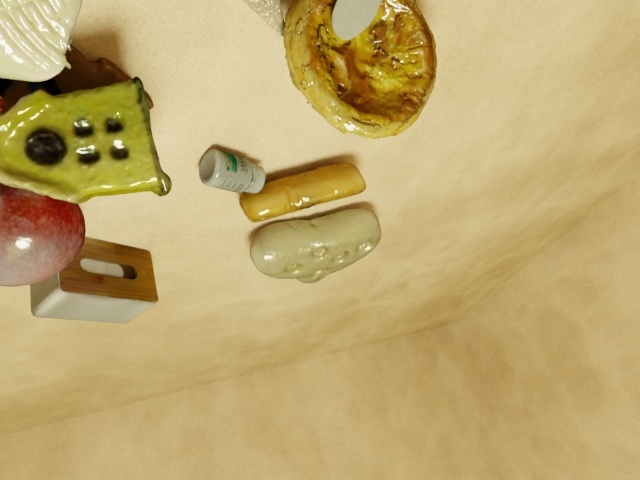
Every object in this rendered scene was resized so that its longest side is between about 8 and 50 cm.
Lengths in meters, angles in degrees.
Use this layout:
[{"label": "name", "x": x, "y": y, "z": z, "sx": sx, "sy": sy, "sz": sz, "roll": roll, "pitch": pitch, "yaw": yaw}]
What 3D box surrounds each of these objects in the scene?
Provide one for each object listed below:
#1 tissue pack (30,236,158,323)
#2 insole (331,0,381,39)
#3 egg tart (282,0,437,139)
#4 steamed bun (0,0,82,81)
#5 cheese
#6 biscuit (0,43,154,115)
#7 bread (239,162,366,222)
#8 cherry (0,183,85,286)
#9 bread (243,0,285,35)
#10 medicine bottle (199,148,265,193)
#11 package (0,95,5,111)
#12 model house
[{"label": "tissue pack", "x": -0.548, "y": 0.100, "z": 1.149, "sx": 0.136, "sy": 0.159, "sz": 0.246, "roll": -34, "pitch": 151, "yaw": 27}, {"label": "insole", "x": 0.078, "y": -0.393, "z": 0.729, "sx": 0.065, "sy": 0.004, "sz": 0.197, "roll": 37, "pitch": 81, "yaw": -25}, {"label": "egg tart", "x": 0.062, "y": -0.305, "z": 0.796, "sx": 0.291, "sy": 0.290, "sz": 0.115, "roll": -5, "pitch": -176, "yaw": -27}, {"label": "steamed bun", "x": -0.372, "y": -0.331, "z": 0.455, "sx": 0.275, "sy": 0.206, "sz": 0.319, "roll": -16, "pitch": 134, "yaw": -46}, {"label": "cheese", "x": 0.000, "y": 0.000, "z": 1.373, "sx": 0.329, "sy": 0.129, "sz": 0.351, "roll": -31, "pitch": 153, "yaw": 22}, {"label": "biscuit", "x": -0.427, "y": -0.230, "z": 0.762, "sx": 0.302, "sy": 0.043, "sz": 0.278, "roll": -8, "pitch": 150, "yaw": -24}, {"label": "bread", "x": -0.046, "y": -0.120, "z": 1.150, "sx": 0.306, "sy": 0.091, "sz": 0.142, "roll": -17, "pitch": -164, "yaw": -10}, {"label": "cherry", "x": -0.561, "y": -0.008, "z": 0.893, "sx": 0.240, "sy": 0.206, "sz": 0.239, "roll": -21, "pitch": 144, "yaw": -17}, {"label": "bread", "x": -0.077, "y": -0.389, "z": 0.684, "sx": 0.105, "sy": 0.077, "sz": 0.152, "roll": -34, "pitch": 151, "yaw": 25}, {"label": "medicine bottle", "x": -0.191, "y": -0.147, "z": 1.033, "sx": 0.130, "sy": 0.080, "sz": 0.080, "roll": 9, "pitch": 140, "yaw": -44}, {"label": "package", "x": -0.567, "y": -0.216, "z": 0.586, "sx": 0.288, "sy": 0.108, "sz": 0.223, "roll": -11, "pitch": 151, "yaw": 26}, {"label": "model house", "x": -0.360, "y": -0.123, "z": 0.702, "sx": 0.235, "sy": 0.174, "sz": 0.193, "roll": -18, "pitch": -169, "yaw": -18}]
